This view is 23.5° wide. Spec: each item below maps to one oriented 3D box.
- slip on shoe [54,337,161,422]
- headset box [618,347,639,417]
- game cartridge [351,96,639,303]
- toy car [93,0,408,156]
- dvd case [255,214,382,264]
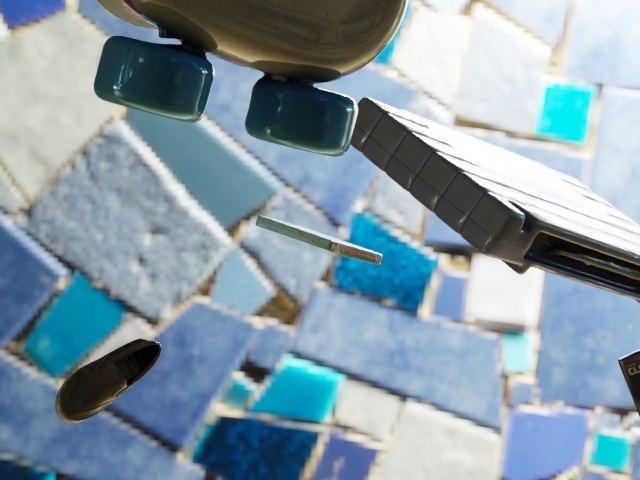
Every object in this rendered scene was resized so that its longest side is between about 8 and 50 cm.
[{"bbox_3d":[-0.226,0.149,1.656,0.135,0.051,0.041,-31,7,-34],"label":"slip on shoe"},{"bbox_3d":[0.555,0.227,2.087,0.218,0.293,0.110,-24,-6,28],"label":"headset box"},{"bbox_3d":[0.200,-0.026,1.470,0.355,0.068,0.230,16,16,-45],"label":"game cartridge"},{"bbox_3d":[-0.077,-0.192,1.046,0.210,0.219,0.238,11,5,-32],"label":"toy car"},{"bbox_3d":[0.000,0.000,1.521,0.087,0.013,0.119,19,3,28],"label":"dvd case"}]
